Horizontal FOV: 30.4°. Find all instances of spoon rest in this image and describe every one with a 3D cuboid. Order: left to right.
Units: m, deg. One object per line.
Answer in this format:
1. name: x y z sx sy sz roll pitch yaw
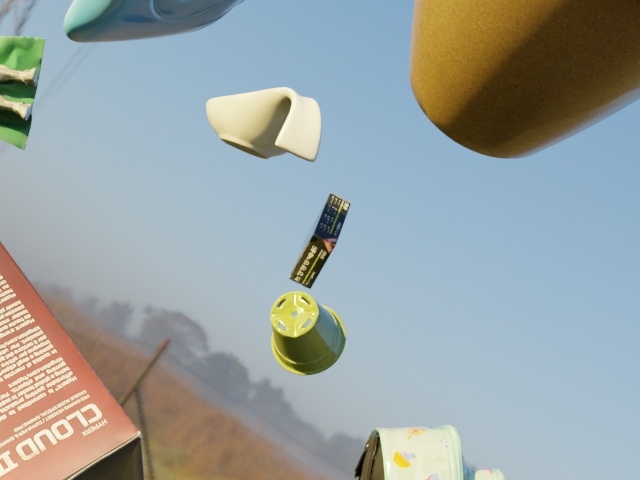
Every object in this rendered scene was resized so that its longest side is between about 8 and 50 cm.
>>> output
1. spoon rest: -0.063 -0.153 1.531 0.137 0.084 0.276 24 -2 -23

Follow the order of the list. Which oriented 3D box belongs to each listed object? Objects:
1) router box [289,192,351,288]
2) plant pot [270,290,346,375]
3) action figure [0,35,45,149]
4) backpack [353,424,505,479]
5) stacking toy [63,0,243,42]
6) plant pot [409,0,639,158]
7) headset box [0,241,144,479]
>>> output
1. router box: 0.000 0.000 1.738 0.038 0.122 0.092 27 -54 -4
2. plant pot: -0.020 0.091 1.249 0.083 0.083 0.079 31 -16 22
3. action figure: -0.457 -0.197 1.401 0.232 0.137 0.063 11 0 -6
4. backpack: 0.098 0.259 1.065 0.144 0.188 0.166 -8 -20 -3
5. stacking toy: -0.169 -0.308 0.897 0.302 0.166 0.175 53 -51 15
6. plant pot: 0.157 -0.175 0.758 0.237 0.237 0.254 35 -40 2
7. headset box: -0.214 0.115 0.745 0.293 0.110 0.218 47 -27 26
